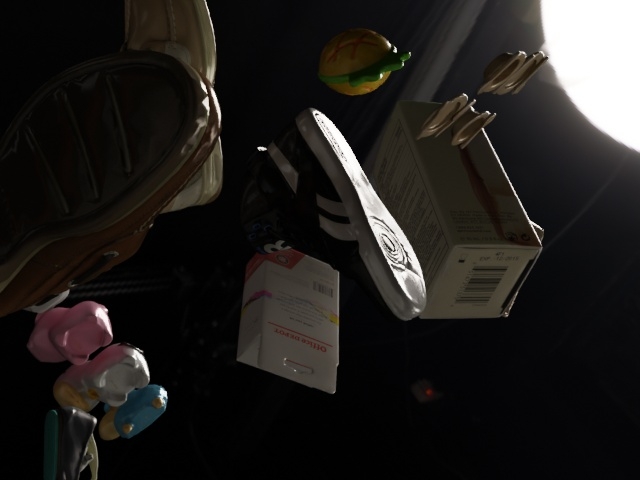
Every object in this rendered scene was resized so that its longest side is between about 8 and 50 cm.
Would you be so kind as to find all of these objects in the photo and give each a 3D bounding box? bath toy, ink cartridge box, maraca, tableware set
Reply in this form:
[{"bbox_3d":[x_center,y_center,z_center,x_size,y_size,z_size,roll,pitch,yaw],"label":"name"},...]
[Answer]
[{"bbox_3d":[-0.378,0.152,1.173,0.151,0.129,0.348,-31,-62,-11],"label":"bath toy"},{"bbox_3d":[-0.040,0.108,0.972,0.115,0.198,0.067,24,-48,-22],"label":"ink cartridge box"},{"bbox_3d":[0.064,-0.277,1.192,0.127,0.185,0.099,-33,-61,-10],"label":"maraca"},{"bbox_3d":[0.178,-0.154,0.823,0.141,0.020,0.168,-43,-15,26],"label":"tableware set"}]

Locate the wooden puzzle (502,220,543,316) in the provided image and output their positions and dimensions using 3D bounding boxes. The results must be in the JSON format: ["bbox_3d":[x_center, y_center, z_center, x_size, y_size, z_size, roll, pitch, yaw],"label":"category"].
[{"bbox_3d":[0.383,0.023,1.721,0.221,0.044,0.239,29,-104,-14],"label":"wooden puzzle"}]

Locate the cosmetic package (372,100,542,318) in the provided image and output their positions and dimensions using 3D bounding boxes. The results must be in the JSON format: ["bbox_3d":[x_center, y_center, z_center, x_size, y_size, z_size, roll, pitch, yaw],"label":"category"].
[{"bbox_3d":[0.180,-0.049,1.077,0.129,0.296,0.153,1,-43,-16],"label":"cosmetic package"}]

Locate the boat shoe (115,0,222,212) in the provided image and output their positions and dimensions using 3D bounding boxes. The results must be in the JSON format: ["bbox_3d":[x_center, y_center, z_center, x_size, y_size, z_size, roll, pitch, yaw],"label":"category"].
[{"bbox_3d":[-0.185,-0.180,0.860,0.098,0.109,0.302,-19,-70,-43],"label":"boat shoe"}]

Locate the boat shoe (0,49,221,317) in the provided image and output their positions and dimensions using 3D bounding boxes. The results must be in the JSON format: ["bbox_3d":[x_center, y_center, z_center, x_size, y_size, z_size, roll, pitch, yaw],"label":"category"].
[{"bbox_3d":[-0.176,-0.034,0.559,0.307,0.111,0.104,-27,-17,29],"label":"boat shoe"}]

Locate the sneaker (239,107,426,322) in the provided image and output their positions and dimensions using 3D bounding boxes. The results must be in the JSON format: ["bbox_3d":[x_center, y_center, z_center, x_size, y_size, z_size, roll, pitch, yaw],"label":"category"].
[{"bbox_3d":[0.000,0.000,0.673,0.121,0.217,0.079,-37,-29,22],"label":"sneaker"}]

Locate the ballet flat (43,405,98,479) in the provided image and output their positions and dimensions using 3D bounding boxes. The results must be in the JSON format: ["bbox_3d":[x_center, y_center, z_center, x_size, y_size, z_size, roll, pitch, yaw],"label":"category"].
[{"bbox_3d":[-0.304,0.303,0.913,0.074,0.203,0.074,5,-13,1],"label":"ballet flat"}]
